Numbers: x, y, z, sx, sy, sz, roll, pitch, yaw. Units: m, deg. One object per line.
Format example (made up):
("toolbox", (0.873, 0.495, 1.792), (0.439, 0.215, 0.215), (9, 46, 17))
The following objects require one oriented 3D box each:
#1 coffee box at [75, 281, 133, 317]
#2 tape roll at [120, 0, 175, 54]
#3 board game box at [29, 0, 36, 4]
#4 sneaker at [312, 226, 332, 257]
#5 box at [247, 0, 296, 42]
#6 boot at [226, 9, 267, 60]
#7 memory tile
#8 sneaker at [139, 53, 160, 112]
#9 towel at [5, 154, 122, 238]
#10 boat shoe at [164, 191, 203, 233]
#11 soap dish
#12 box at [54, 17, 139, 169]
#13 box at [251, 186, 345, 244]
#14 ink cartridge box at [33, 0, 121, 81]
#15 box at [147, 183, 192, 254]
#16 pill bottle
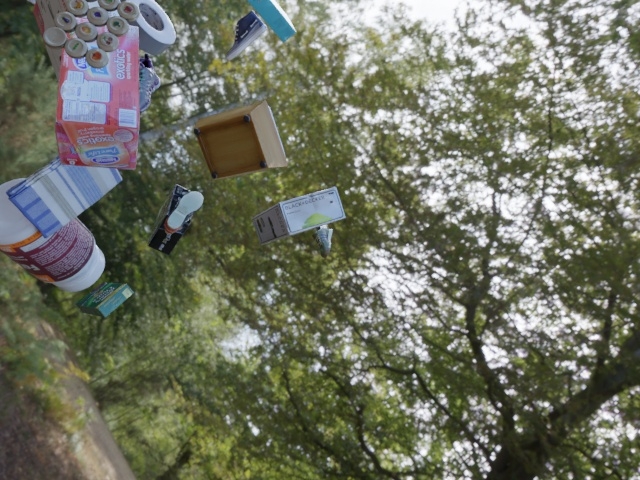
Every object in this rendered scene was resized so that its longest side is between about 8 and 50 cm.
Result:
("coffee box", (-0.658, 0.177, 1.534), (0.184, 0.113, 0.040), (-1, -54, 47))
("tape roll", (-0.628, -0.781, 1.810), (0.072, 0.219, 0.219), (-27, -89, 25))
("board game box", (-0.899, -0.929, 1.585), (0.242, 0.316, 0.064), (32, 8, -31))
("sneaker", (0.000, 0.000, 2.240), (0.086, 0.192, 0.064), (24, -54, -11))
("box", (-0.178, -0.781, 1.687), (0.244, 0.060, 0.100), (29, 32, -60))
("boot", (-0.295, -0.759, 1.870), (0.086, 0.190, 0.069), (49, 9, -18))
("memory tile", (-0.397, -0.377, 0.877), (0.113, 0.147, 0.012), (25, -17, -6))
("sneaker", (-0.528, -0.447, 1.443), (0.223, 0.083, 0.098), (-88, 177, -46))
("towel", (-0.701, -0.154, 1.407), (0.034, 0.285, 0.209), (34, -24, 22))
("boat shoe", (-0.343, -0.070, 1.264), (0.049, 0.137, 0.043), (36, -38, -8))
("soap dish", (-0.279, -0.328, 1.715), (0.291, 0.118, 0.228), (-6, -68, 29))
("box", (-0.469, -0.313, 1.074), (0.142, 0.154, 0.299), (126, -42, -53))
("box", (-0.070, -0.062, 1.390), (0.290, 0.169, 0.087), (-16, -88, 67))
("ink cartridge box", (-0.599, -0.548, 1.243), (0.283, 0.117, 0.207), (-17, -87, 53))
("box", (-0.478, -0.069, 1.631), (0.147, 0.078, 0.180), (-49, -153, 27))
("pill bottle", (-0.871, 0.001, 1.615), (0.224, 0.224, 0.392), (48, -15, 27))
